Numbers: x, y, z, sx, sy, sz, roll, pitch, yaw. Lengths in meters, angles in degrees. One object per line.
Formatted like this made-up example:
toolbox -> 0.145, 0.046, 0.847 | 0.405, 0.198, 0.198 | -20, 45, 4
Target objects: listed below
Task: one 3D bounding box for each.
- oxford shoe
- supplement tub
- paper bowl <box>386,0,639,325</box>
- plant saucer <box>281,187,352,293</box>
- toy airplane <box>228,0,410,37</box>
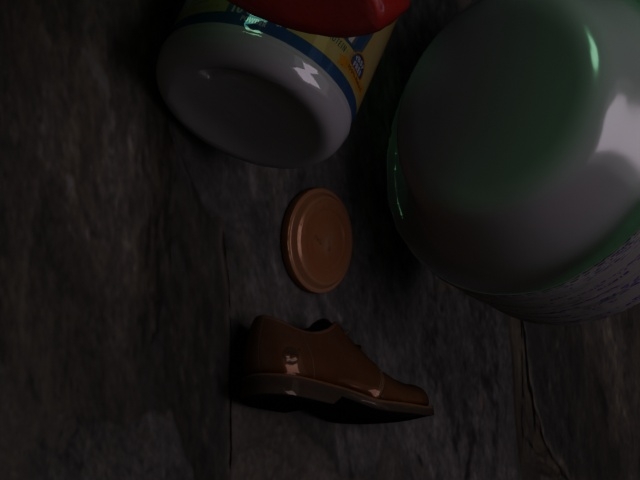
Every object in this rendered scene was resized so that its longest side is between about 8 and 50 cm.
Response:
oxford shoe -> 0.020, 0.102, 1.413 | 0.212, 0.076, 0.076 | 22, 61, -50
supplement tub -> -0.018, -0.167, 1.305 | 0.144, 0.144, 0.199 | 48, 53, -40
paper bowl -> 0.176, -0.086, 1.441 | 0.148, 0.284, 0.284 | 27, 69, -47
plant saucer -> 0.000, 0.000, 1.433 | 0.083, 0.013, 0.083 | 2, 87, -51
toy airplane -> -0.130, -0.305, 1.103 | 0.386, 0.272, 0.384 | 24, 37, -44
